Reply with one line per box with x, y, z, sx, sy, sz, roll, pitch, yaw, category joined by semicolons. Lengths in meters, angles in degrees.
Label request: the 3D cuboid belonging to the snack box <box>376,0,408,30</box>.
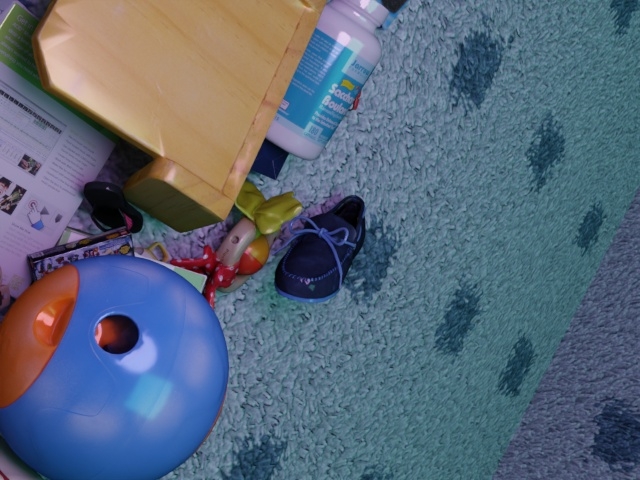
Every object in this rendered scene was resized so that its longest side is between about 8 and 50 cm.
0.089;-0.542;1.379;0.187;0.060;0.322;-53;140;-17;snack box

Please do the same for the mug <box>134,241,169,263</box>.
-0.273;0.041;1.261;0.062;0.078;0.064;-18;123;8;mug

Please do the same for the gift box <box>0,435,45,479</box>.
-0.512;0.290;0.931;0.255;0.258;0.276;-51;158;-10;gift box

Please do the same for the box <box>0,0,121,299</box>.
-0.395;-0.108;1.035;0.322;0.058;0.232;-59;142;-7;box

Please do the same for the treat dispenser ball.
-0.257;0.161;1.008;0.288;0.288;0.288;-25;126;-40;treat dispenser ball

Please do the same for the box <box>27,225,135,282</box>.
-0.320;0.044;1.111;0.137;0.027;0.094;-19;126;-27;box

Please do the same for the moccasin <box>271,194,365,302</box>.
0.000;0.000;1.453;0.342;0.138;0.116;-59;164;-66;moccasin

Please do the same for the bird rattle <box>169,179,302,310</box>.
-0.128;0.021;1.351;0.253;0.143;0.207;-63;166;-9;bird rattle

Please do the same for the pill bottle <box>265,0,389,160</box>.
-0.001;-0.269;1.282;0.146;0.146;0.264;17;110;-52;pill bottle

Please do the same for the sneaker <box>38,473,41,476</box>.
-0.413;0.405;1.199;0.315;0.127;0.182;-9;99;-60;sneaker

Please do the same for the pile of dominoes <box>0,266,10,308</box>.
-0.429;0.028;0.919;0.196;0.040;0.251;-60;150;-53;pile of dominoes

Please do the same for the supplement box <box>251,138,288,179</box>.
-0.112;-0.147;1.319;0.083;0.083;0.056;20;99;-52;supplement box

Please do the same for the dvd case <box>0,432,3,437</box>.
-0.367;0.200;1.139;0.253;0.022;0.180;-1;104;-33;dvd case

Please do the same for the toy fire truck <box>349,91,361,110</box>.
0.011;-0.308;1.416;0.192;0.047;0.135;7;102;-51;toy fire truck

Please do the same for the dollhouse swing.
-0.211;-0.237;1.094;0.305;0.315;0.346;28;75;-21;dollhouse swing

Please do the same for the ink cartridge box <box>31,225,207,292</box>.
-0.304;0.090;1.194;0.235;0.056;0.171;21;91;-37;ink cartridge box

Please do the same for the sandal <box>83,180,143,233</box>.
-0.293;-0.034;1.138;0.179;0.067;0.040;92;-1;-74;sandal
